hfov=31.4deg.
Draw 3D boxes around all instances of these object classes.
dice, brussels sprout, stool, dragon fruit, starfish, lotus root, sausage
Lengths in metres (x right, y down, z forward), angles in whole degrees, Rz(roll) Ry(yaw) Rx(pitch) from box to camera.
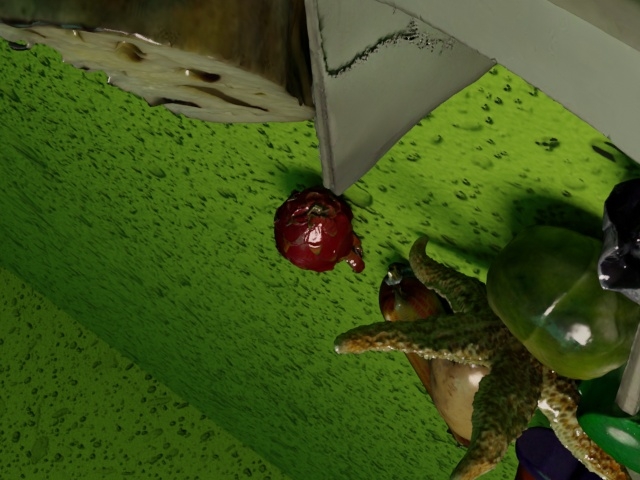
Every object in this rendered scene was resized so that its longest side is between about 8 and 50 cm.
[{"bbox_3d":[0.313,0.138,1.003,0.120,0.128,0.131,41,159,-17],"label":"dice"},{"bbox_3d":[0.217,0.051,0.987,0.155,0.117,0.155,39,-170,-9],"label":"brussels sprout"},{"bbox_3d":[0.133,-0.095,0.592,0.244,0.170,0.269,39,154,28],"label":"stool"},{"bbox_3d":[0.000,0.000,1.296,0.094,0.094,0.190,28,171,23],"label":"dragon fruit"},{"bbox_3d":[0.183,0.129,1.063,0.347,0.078,0.358,37,-154,-8],"label":"starfish"},{"bbox_3d":[0.181,0.164,1.294,0.118,0.125,0.220,25,150,28],"label":"lotus root"},{"bbox_3d":[0.141,0.138,1.388,0.082,0.082,0.371,21,155,37],"label":"sausage"},{"bbox_3d":[-0.056,-0.214,0.659,0.149,0.260,0.267,7,177,18],"label":"lotus root"}]

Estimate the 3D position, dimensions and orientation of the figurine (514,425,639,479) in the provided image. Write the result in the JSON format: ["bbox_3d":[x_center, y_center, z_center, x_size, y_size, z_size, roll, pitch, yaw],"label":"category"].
[{"bbox_3d":[0.323,0.312,1.375,0.193,0.154,0.421,16,152,14],"label":"figurine"}]

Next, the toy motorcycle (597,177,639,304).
[{"bbox_3d":[0.290,0.010,0.787,0.173,0.108,0.307,43,159,-1],"label":"toy motorcycle"}]
